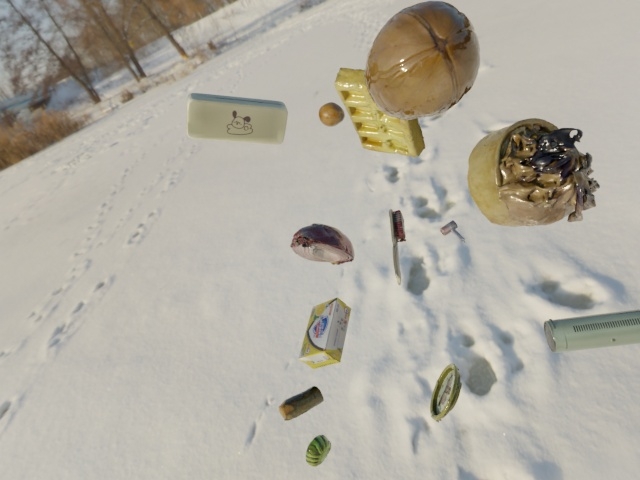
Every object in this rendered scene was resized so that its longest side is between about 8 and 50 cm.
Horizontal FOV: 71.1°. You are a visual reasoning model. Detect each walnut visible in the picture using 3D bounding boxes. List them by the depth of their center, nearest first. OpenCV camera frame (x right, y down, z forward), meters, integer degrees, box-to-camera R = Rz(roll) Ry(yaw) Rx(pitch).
[{"bbox_3d":[0.150,-0.264,0.675,0.168,0.167,0.207,-25,10,3],"label":"walnut"}]

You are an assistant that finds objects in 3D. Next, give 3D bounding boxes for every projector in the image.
[{"bbox_3d":[0.887,0.279,1.394,0.338,0.108,0.108,-10,30,10],"label":"projector"}]

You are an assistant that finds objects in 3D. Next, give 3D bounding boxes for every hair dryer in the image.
[{"bbox_3d":[0.527,-0.024,1.755,0.063,0.037,0.114,-34,52,-2],"label":"hair dryer"}]

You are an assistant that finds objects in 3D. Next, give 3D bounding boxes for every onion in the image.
[{"bbox_3d":[0.000,0.000,1.611,0.227,0.283,0.120,-1,74,24],"label":"onion"}]

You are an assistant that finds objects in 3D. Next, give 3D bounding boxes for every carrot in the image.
[{"bbox_3d":[-0.077,0.636,1.747,0.173,0.082,0.082,-18,20,-30],"label":"carrot"}]

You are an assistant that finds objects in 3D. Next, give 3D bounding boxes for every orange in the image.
[{"bbox_3d":[0.035,-0.391,1.391,0.085,0.084,0.085,-21,27,11],"label":"orange"}]

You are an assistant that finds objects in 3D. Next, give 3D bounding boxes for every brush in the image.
[{"bbox_3d":[0.271,0.013,1.541,0.050,0.060,0.320,-9,44,15],"label":"brush"}]

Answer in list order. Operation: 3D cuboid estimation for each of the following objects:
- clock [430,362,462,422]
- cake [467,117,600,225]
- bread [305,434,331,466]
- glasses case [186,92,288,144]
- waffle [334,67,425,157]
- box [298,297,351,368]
[{"bbox_3d":[0.508,0.609,1.785,0.057,0.236,0.237,24,41,3],"label":"clock"},{"bbox_3d":[0.634,-0.199,1.269,0.332,0.332,0.321,-37,11,-18],"label":"cake"},{"bbox_3d":[-0.006,0.870,1.854,0.071,0.139,0.130,26,45,33],"label":"bread"},{"bbox_3d":[-0.266,-0.387,1.432,0.313,0.131,0.070,0,37,-19],"label":"glasses case"},{"bbox_3d":[0.148,-0.294,1.061,0.168,0.274,0.057,19,74,28],"label":"waffle"},{"bbox_3d":[0.022,0.387,1.874,0.168,0.097,0.265,-27,35,42],"label":"box"}]
